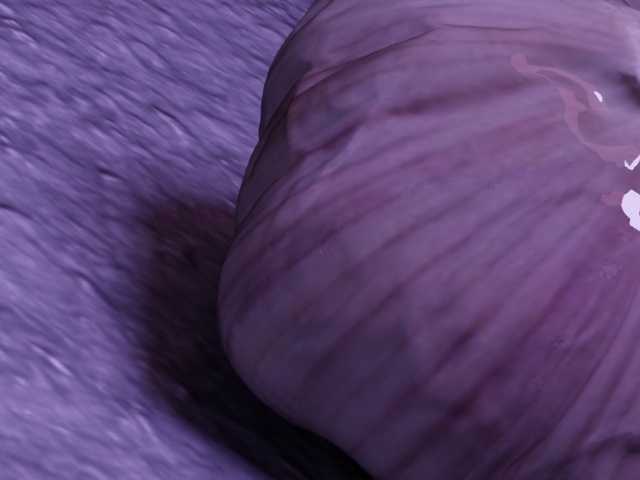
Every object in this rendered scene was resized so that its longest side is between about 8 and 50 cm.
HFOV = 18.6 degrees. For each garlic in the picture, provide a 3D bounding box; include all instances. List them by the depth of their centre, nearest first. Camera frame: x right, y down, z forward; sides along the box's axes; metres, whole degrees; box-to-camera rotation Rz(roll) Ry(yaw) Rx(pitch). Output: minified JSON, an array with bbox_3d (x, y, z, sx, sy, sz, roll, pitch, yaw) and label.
[{"bbox_3d":[0.114,-0.003,0.917,0.317,0.259,0.317,11,59,-18],"label":"garlic"}]
